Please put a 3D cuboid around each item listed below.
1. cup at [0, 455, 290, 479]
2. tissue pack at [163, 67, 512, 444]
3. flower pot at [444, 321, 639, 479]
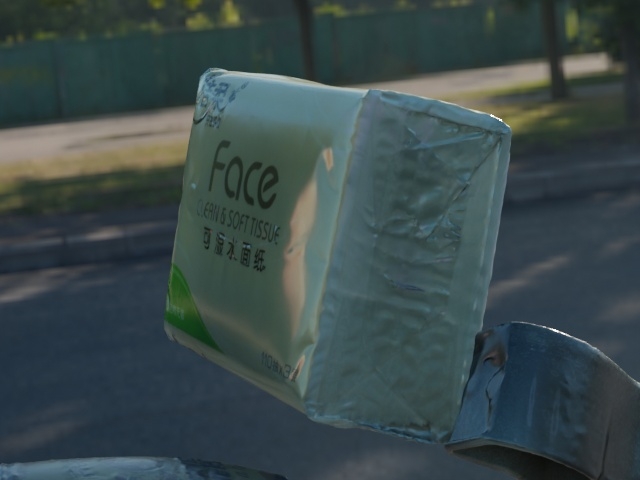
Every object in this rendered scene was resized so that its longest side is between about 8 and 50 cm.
[{"bbox_3d":[-0.137,0.274,1.379,0.257,0.227,0.301,-10,-12,-8],"label":"cup"},{"bbox_3d":[0.000,0.000,1.727,0.205,0.331,0.405,9,4,-28],"label":"tissue pack"},{"bbox_3d":[0.210,0.157,1.368,0.229,0.108,0.103,30,-28,-35],"label":"flower pot"}]
